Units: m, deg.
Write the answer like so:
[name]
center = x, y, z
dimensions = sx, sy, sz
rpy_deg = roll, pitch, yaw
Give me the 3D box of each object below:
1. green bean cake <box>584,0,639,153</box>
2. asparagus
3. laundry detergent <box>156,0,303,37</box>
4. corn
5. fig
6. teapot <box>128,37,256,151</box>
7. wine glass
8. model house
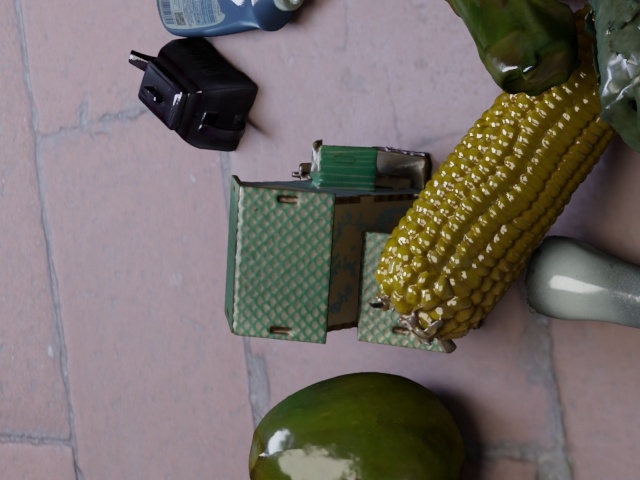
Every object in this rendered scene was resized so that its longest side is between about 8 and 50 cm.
[green bean cake]
center = 0.313, -0.112, 0.682
dimensions = 0.241, 0.255, 0.132
rpy_deg = -40, 28, 35
[asparagus]
center = 0.140, -0.176, 0.889
dimensions = 0.082, 0.085, 0.343
rpy_deg = -31, 28, 10
[laundry detergent]
center = -0.091, -0.261, 1.234
dimensions = 0.206, 0.061, 0.096
rpy_deg = 11, 96, 46
[corn]
center = 0.151, -0.056, 0.922
dimensions = 0.106, 0.106, 0.305
rpy_deg = 42, 103, 36
[fig]
center = 0.030, 0.206, 1.089
dimensions = 0.181, 0.191, 0.181
rpy_deg = -177, 90, -81
[teapot]
center = -0.149, -0.160, 1.284
dimensions = 0.177, 0.096, 0.087
rpy_deg = 44, 125, 33
[wine glass]
center = 0.239, 0.044, 0.913
dimensions = 0.155, 0.072, 0.072
rpy_deg = 16, 106, 44
[model house]
center = 0.000, 0.000, 1.063
dimensions = 0.271, 0.206, 0.178
rpy_deg = 17, 108, 45
